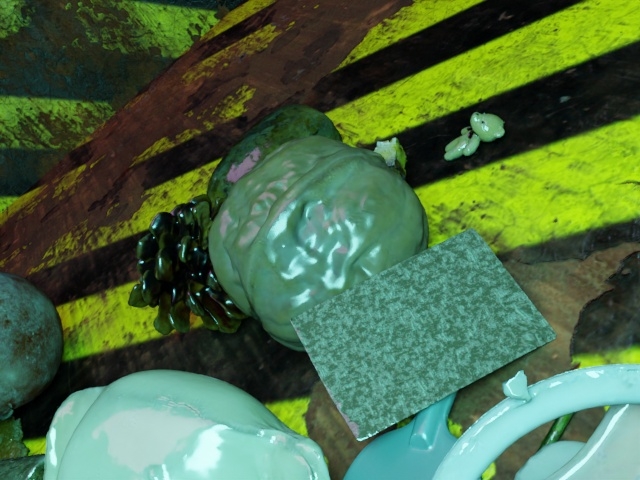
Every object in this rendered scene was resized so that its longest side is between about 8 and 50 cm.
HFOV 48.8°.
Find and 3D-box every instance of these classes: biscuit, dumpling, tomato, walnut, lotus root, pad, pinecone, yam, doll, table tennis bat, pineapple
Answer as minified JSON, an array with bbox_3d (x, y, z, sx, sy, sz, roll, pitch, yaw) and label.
[{"bbox_3d":[-0.550,0.394,1.188,0.131,0.026,0.237,-21,34,26],"label":"biscuit"},{"bbox_3d":[-0.155,0.301,0.756,0.395,0.233,0.315,-1,79,29],"label":"dumpling"},{"bbox_3d":[-0.624,0.195,1.259,0.317,0.282,0.316,-10,6,1],"label":"tomato"},{"bbox_3d":[0.002,0.001,0.889,0.273,0.227,0.273,-28,37,24],"label":"walnut"},{"bbox_3d":[-0.082,-0.119,1.215,0.160,0.152,0.275,20,66,46],"label":"lotus root"},{"bbox_3d":[0.104,0.092,0.743,0.235,0.003,0.158,-26,58,-9],"label":"pad"},{"bbox_3d":[-0.166,0.044,1.041,0.201,0.229,0.202,8,49,16],"label":"pinecone"},{"bbox_3d":[-0.441,0.364,1.037,0.183,0.107,0.107,-19,37,30],"label":"yam"},{"bbox_3d":[0.226,-0.148,1.036,0.093,0.051,0.061,-55,18,40],"label":"doll"},{"bbox_3d":[0.096,0.215,0.695,0.153,0.040,0.244,-4,49,38],"label":"table tennis bat"},{"bbox_3d":[0.092,-0.106,1.087,0.137,0.069,0.116,-49,31,-18],"label":"pineapple"}]

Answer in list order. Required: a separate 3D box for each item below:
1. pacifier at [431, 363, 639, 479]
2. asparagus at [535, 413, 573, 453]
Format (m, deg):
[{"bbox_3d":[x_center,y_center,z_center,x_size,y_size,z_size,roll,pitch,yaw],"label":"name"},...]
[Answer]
[{"bbox_3d":[0.191,0.212,0.433,0.332,0.273,0.220,-36,57,4],"label":"pacifier"},{"bbox_3d":[0.195,0.193,0.634,0.114,0.014,0.015,-50,31,-16],"label":"asparagus"}]
